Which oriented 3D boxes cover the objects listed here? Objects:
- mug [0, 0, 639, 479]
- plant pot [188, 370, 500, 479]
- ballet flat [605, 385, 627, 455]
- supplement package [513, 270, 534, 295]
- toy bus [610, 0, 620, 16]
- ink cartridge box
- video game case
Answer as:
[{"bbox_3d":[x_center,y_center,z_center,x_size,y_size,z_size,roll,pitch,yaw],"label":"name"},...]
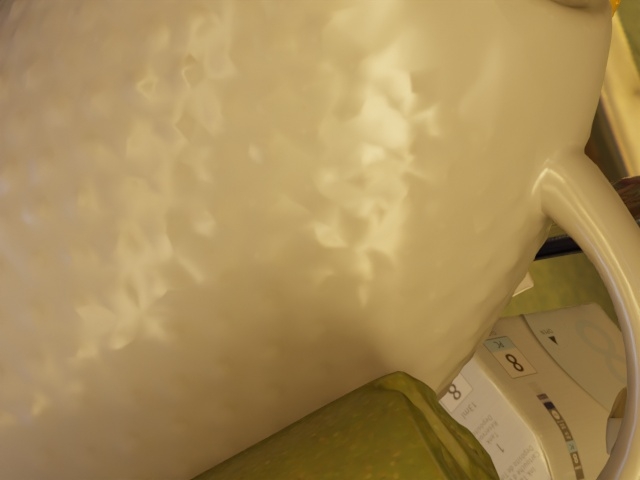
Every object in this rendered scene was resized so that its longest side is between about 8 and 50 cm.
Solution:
[{"bbox_3d":[0.000,0.000,0.799,0.374,0.276,0.328,46,116,15],"label":"mug"},{"bbox_3d":[-0.018,0.191,0.637,0.254,0.276,0.276,-36,108,6],"label":"plant pot"},{"bbox_3d":[0.202,0.098,0.840,0.124,0.342,0.116,2,90,2],"label":"ballet flat"},{"bbox_3d":[0.046,-0.055,1.510,0.175,0.178,0.293,-27,145,4],"label":"supplement package"},{"bbox_3d":[0.234,-0.250,1.817,0.211,0.220,0.149,-43,128,4],"label":"toy bus"},{"bbox_3d":[0.299,0.235,1.742,0.385,0.308,0.091,50,118,23],"label":"ink cartridge box"},{"bbox_3d":[0.305,-0.031,1.794,0.196,0.274,0.026,-27,95,-27],"label":"video game case"}]
